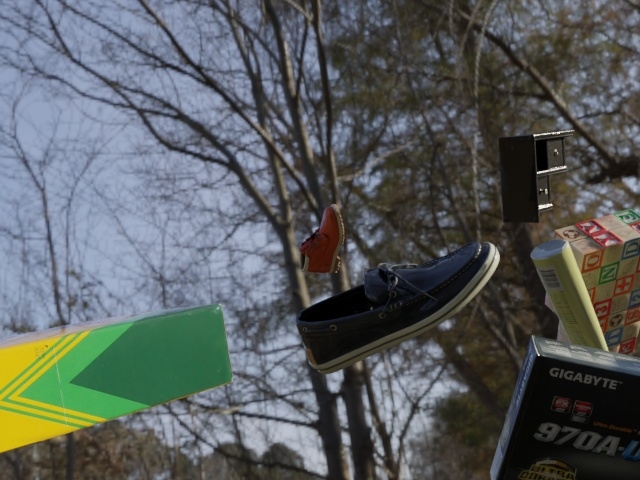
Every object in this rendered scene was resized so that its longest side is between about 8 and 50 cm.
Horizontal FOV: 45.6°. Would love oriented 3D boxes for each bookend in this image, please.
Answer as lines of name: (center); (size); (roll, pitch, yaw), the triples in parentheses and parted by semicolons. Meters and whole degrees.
bookend: (0.404, -0.120, 1.408); (0.072, 0.157, 0.156); (3, 10, 44)

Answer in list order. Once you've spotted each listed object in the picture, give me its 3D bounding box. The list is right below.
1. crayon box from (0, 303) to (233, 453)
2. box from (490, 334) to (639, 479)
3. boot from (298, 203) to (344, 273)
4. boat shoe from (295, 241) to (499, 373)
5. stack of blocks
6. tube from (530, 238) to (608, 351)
crayon box: (-0.341, 0.160, 0.900); (0.363, 0.106, 0.313); (-12, -4, 43)
box: (0.306, 0.206, 0.794); (0.220, 0.175, 0.051); (12, 19, 2)
boot: (0.000, 0.000, 1.549); (0.085, 0.059, 0.157); (-2, -62, -19)
boat shoe: (0.162, 0.126, 1.703); (0.500, 0.156, 0.187); (-29, 15, 15)
stack of blocks: (0.525, 0.103, 1.450); (0.171, 0.087, 0.297); (-16, -54, -16)
tube: (0.405, 0.113, 1.213); (0.062, 0.240, 0.070); (-17, 18, 30)
